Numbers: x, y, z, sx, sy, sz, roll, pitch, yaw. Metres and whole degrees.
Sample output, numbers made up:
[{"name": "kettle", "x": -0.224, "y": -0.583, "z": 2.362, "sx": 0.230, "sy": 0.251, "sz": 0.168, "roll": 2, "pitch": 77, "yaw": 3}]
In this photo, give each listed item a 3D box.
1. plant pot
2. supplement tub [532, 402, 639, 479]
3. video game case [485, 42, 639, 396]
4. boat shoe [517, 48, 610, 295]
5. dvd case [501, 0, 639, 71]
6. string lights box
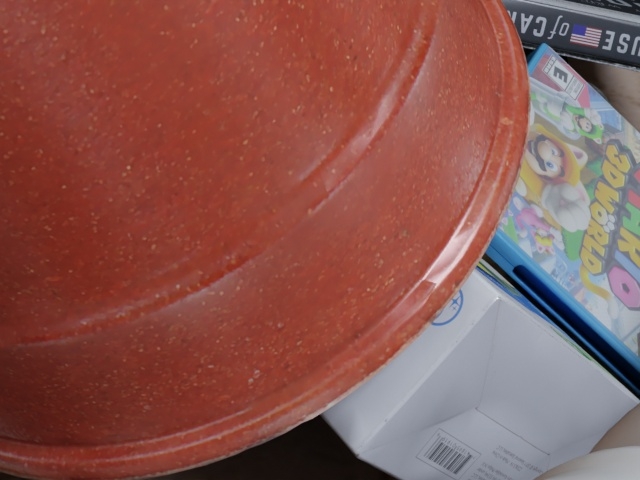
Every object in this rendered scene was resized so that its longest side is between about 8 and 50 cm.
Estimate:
[{"name": "plant pot", "x": -0.097, "y": -0.105, "z": 0.481, "sx": 0.272, "sy": 0.265, "sz": 0.272, "roll": -12, "pitch": 51, "yaw": 15}, {"name": "supplement tub", "x": 0.195, "y": 0.125, "z": 0.393, "sx": 0.316, "sy": 0.228, "sz": 0.228, "roll": -8, "pitch": 38, "yaw": -31}, {"name": "video game case", "x": 0.134, "y": 0.002, "z": 0.673, "sx": 0.166, "sy": 0.015, "sz": 0.119, "roll": 42, "pitch": 47, "yaw": -7}, {"name": "boat shoe", "x": 0.116, "y": -0.051, "z": 0.773, "sx": 0.073, "sy": 0.080, "sz": 0.223, "roll": -3, "pitch": 32, "yaw": -6}, {"name": "dvd case", "x": 0.106, "y": -0.139, "z": 0.857, "sx": 0.179, "sy": 0.030, "sz": 0.239, "roll": 9, "pitch": 16, "yaw": -12}, {"name": "string lights box", "x": 0.000, "y": 0.000, "z": 0.631, "sx": 0.260, "sy": 0.077, "sz": 0.133, "roll": 46, "pitch": 7, "yaw": 40}]
